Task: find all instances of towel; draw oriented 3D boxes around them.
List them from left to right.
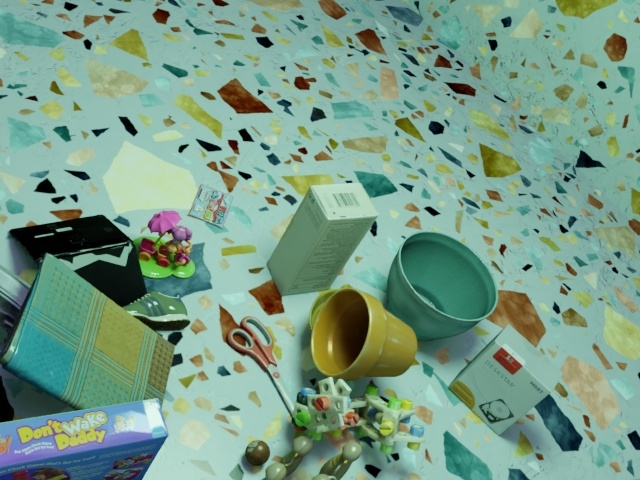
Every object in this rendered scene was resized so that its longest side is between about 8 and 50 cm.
[{"bbox_3d":[-0.454,0.229,1.582,0.370,0.040,0.271,44,34,-33],"label":"towel"}]

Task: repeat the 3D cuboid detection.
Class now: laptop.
[{"bbox_3d":[-0.555,0.065,1.811,0.234,0.137,0.264,-13,33,-38],"label":"laptop"}]

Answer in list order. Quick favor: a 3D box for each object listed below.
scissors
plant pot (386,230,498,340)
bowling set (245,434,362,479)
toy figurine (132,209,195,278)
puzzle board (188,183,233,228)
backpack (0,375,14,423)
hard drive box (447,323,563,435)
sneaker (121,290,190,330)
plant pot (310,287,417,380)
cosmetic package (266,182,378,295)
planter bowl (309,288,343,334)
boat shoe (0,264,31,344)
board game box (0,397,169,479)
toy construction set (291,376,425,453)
[{"bbox_3d":[-0.106,0.300,1.848,0.297,0.021,0.109,47,42,17],"label":"scissors"},{"bbox_3d":[0.295,0.146,2.096,0.293,0.196,0.293,17,44,-17],"label":"plant pot"},{"bbox_3d":[-0.070,0.477,1.606,0.200,0.154,0.287,39,42,8],"label":"bowling set"},{"bbox_3d":[-0.361,0.001,1.875,0.173,0.159,0.130,21,44,-13],"label":"toy figurine"},{"bbox_3d":[-0.293,-0.095,2.114,0.096,0.011,0.128,23,43,-10],"label":"puzzle board"},{"bbox_3d":[-0.692,0.268,1.356,0.276,0.263,0.213,35,43,2],"label":"backpack"},{"bbox_3d":[0.462,0.352,1.976,0.181,0.232,0.089,42,43,12],"label":"hard drive box"},{"bbox_3d":[-0.393,0.155,1.784,0.192,0.064,0.086,7,50,-34],"label":"sneaker"},{"bbox_3d":[0.112,0.232,1.802,0.188,0.205,0.205,22,41,-35],"label":"plant pot"},{"bbox_3d":[0.000,0.000,1.977,0.160,0.309,0.113,-5,54,-35],"label":"cosmetic package"},{"bbox_3d":[0.055,0.235,1.946,0.217,0.090,0.217,14,51,-18],"label":"planter bowl"},{"bbox_3d":[-0.607,0.166,1.615,0.335,0.121,0.119,42,83,-13],"label":"boat shoe"},{"bbox_3d":[-0.471,0.394,1.391,0.347,0.233,0.078,-3,53,-33],"label":"board game box"},{"bbox_3d":[0.066,0.385,1.719,0.215,0.151,0.327,17,-7,43],"label":"toy construction set"}]
